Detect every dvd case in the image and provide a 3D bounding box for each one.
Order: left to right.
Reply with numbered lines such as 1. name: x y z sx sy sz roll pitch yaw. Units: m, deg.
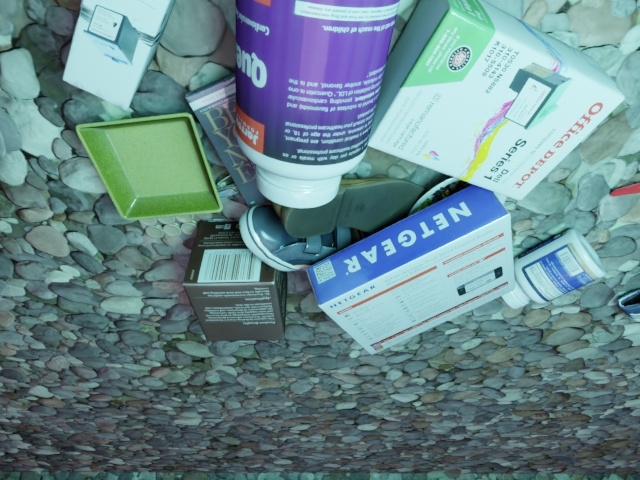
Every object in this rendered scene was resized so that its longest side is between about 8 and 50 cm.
1. dvd case: -0.084 -0.166 0.685 0.165 0.018 0.221 -24 134 1

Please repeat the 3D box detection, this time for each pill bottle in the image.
1. pill bottle: -0.014 -0.204 0.535 0.182 0.181 0.323 5 131 -6
2. pill bottle: 0.472 0.067 0.904 0.112 0.112 0.187 31 130 -29

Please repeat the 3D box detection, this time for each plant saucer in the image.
1. plant saucer: -0.275 -0.127 0.729 0.188 0.045 0.188 -5 130 5

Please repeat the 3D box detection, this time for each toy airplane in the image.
1. toy airplane: 0.608 -0.116 0.766 0.151 0.028 0.151 -1 137 -1

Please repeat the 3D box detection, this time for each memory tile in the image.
1. memory tile: -0.307 -0.060 0.837 0.113 0.012 0.148 -5 137 6

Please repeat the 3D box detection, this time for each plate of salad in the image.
1. plate of salad: 0.256 -0.046 0.804 0.200 0.048 0.200 -10 143 -8

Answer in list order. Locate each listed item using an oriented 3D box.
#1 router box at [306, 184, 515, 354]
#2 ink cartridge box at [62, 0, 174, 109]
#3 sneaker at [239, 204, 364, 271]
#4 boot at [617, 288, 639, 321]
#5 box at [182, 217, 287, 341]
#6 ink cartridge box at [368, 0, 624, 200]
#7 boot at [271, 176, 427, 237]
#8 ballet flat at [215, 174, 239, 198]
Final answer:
1. router box: 0.188 0.074 0.813 0.335 0.082 0.301 -27 143 8
2. ink cartridge box: -0.221 -0.276 0.507 0.082 0.139 0.190 22 134 -25
3. sneaker: 0.000 0.000 0.816 0.127 0.126 0.321 -28 146 30
4. boot: 0.809 0.134 1.008 0.086 0.069 0.190 29 132 -32
5. box: -0.159 0.082 0.878 0.168 0.167 0.203 -1 138 0
6. ink cartridge box: 0.229 -0.196 0.612 0.278 0.117 0.201 16 135 -17
7. boot: 0.054 -0.081 0.743 0.305 0.115 0.112 -4 130 -33
8. ballet flat: -0.141 -0.104 0.773 0.114 0.041 0.041 -12 136 11
